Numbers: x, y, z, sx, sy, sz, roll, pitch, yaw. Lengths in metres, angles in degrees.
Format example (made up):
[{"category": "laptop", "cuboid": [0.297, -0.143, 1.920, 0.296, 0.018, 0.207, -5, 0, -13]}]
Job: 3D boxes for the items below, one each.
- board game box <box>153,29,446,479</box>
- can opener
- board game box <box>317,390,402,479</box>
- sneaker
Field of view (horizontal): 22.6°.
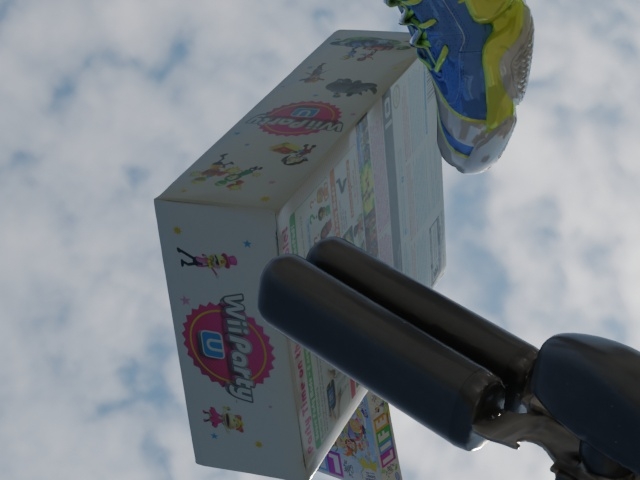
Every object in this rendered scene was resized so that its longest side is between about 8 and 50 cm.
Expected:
[{"category": "board game box", "cuboid": [0.000, 0.000, 1.203, 0.303, 0.097, 0.224, -51, -38, -53]}, {"category": "can opener", "cuboid": [0.085, 0.061, 0.819, 0.074, 0.280, 0.093, -18, -57, -43]}, {"category": "board game box", "cuboid": [0.000, 0.158, 1.428, 0.026, 0.154, 0.103, -32, -60, -38]}, {"category": "sneaker", "cuboid": [0.060, -0.156, 0.915, 0.126, 0.240, 0.091, 4, -159, -5]}]
